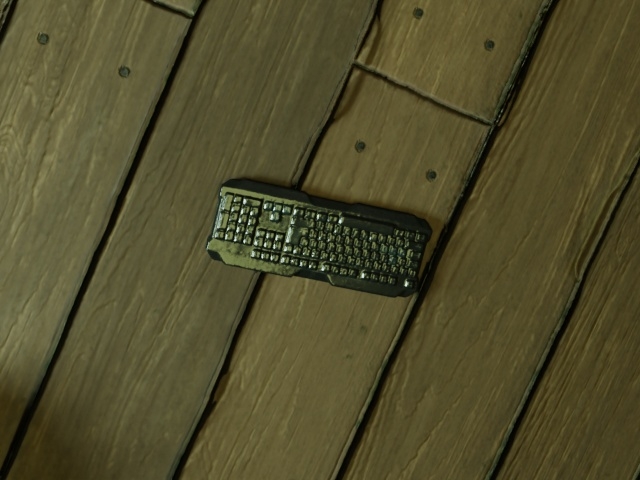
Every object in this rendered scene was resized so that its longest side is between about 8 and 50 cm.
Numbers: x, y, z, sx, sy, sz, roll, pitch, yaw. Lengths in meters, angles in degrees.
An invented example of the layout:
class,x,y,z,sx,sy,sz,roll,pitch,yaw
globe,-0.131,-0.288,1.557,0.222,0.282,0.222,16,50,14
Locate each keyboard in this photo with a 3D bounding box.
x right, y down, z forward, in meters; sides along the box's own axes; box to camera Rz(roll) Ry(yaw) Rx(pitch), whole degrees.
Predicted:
class,x,y,z,sx,sy,sz,roll,pitch,yaw
keyboard,0.000,0.000,1.735,0.262,0.016,0.106,12,101,-16
